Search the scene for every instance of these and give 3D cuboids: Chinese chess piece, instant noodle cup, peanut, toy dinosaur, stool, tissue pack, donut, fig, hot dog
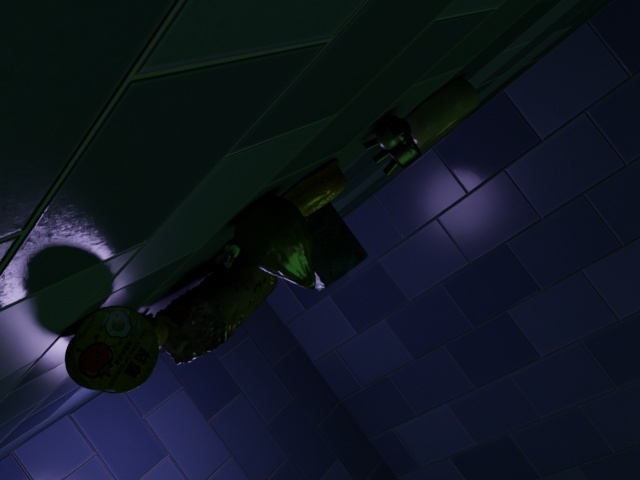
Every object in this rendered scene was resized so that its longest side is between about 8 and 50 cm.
[{"bbox_3d":[0.347,-0.365,1.931,0.251,0.097,0.251,-37,178,-2],"label":"Chinese chess piece"},{"bbox_3d":[-0.459,0.242,1.415,0.182,0.182,0.144,-34,-174,-40],"label":"instant noodle cup"},{"bbox_3d":[-0.524,0.278,1.772,0.101,0.117,0.263,11,-149,42],"label":"peanut"},{"bbox_3d":[-0.226,0.012,1.771,0.187,0.044,0.106,-51,-173,17],"label":"toy dinosaur"},{"bbox_3d":[0.180,-0.244,1.670,0.121,0.125,0.217,-35,168,8],"label":"stool"},{"bbox_3d":[0.000,0.000,2.027,0.185,0.257,0.081,-35,179,-25],"label":"tissue pack"},{"bbox_3d":[-0.012,-0.125,1.697,0.190,0.075,0.174,-34,176,-41],"label":"donut"},{"bbox_3d":[-0.096,-0.002,1.545,0.167,0.233,0.167,-24,-138,24],"label":"fig"},{"bbox_3d":[-0.285,0.163,1.952,0.367,0.196,0.365,-29,-173,44],"label":"hot dog"}]

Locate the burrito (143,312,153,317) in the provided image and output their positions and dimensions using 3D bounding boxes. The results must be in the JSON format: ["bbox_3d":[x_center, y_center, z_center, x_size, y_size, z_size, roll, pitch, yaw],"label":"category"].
[{"bbox_3d":[-0.531,0.256,1.975,0.051,0.042,0.171,-31,178,-31],"label":"burrito"}]
